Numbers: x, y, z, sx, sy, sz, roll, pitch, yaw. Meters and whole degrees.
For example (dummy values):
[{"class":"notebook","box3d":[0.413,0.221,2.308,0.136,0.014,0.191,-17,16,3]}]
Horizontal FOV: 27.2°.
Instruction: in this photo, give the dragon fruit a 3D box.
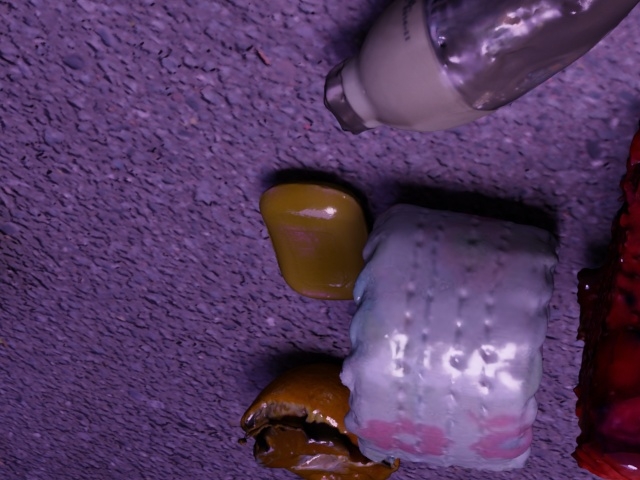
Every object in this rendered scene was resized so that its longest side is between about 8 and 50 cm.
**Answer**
[{"class":"dragon fruit","box3d":[0.241,0.044,0.884,0.240,0.330,0.302,48,140,-2]}]

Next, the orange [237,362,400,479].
[{"class":"orange","box3d":[0.002,0.173,1.253,0.160,0.112,0.170,14,167,-14]}]

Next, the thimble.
[{"class":"thimble","box3d":[0.102,0.081,1.027,0.149,0.185,0.211,8,109,9]}]

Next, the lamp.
[{"class":"lamp","box3d":[0.102,-0.129,0.848,0.250,0.101,0.101,-21,129,36]}]

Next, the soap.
[{"class":"soap","box3d":[0.000,-0.001,1.087,0.089,0.045,0.140,6,142,18]}]
